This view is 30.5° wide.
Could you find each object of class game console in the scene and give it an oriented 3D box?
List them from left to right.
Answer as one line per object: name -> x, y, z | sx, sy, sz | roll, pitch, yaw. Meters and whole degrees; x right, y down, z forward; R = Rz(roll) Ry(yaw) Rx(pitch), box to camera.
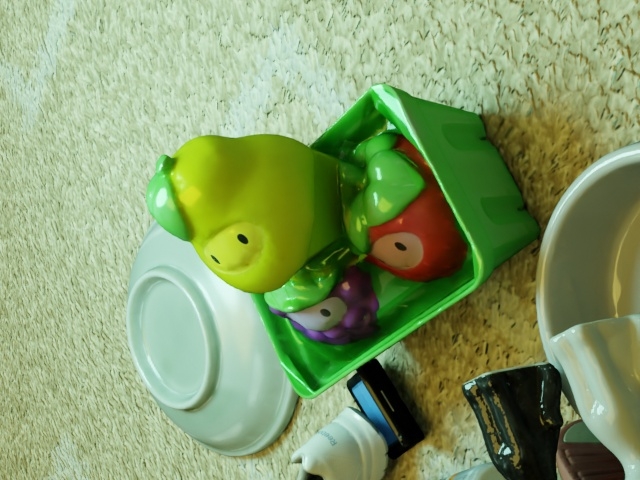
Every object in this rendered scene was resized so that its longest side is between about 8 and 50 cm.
game console -> 0.071, 0.221, 1.504 | 0.071, 0.107, 0.122 | -36, 76, 17

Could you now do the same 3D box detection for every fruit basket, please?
fruit basket -> 0.000, 0.000, 1.313 | 0.392, 0.392, 0.283 | -41, 69, 45

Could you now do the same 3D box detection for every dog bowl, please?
dog bowl -> 0.346, 0.059, 1.104 | 0.349, 0.102, 0.349 | 9, 101, 54

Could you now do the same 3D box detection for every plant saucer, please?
plant saucer -> -0.194, 0.140, 1.761 | 0.400, 0.100, 0.400 | 15, 110, 46

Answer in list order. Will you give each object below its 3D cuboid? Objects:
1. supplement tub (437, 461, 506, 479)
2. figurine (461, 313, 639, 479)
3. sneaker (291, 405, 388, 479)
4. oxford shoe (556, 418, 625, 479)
supplement tub -> 0.159, 0.343, 1.404 | 0.190, 0.117, 0.117 | -35, 73, 46
figurine -> 0.247, 0.199, 1.084 | 0.215, 0.092, 0.209 | -39, 60, 48
sneaker -> 0.012, 0.362, 1.550 | 0.111, 0.129, 0.297 | 26, 128, 47
oxford shoe -> 0.317, 0.334, 1.158 | 0.348, 0.123, 0.130 | -94, -1, -56
